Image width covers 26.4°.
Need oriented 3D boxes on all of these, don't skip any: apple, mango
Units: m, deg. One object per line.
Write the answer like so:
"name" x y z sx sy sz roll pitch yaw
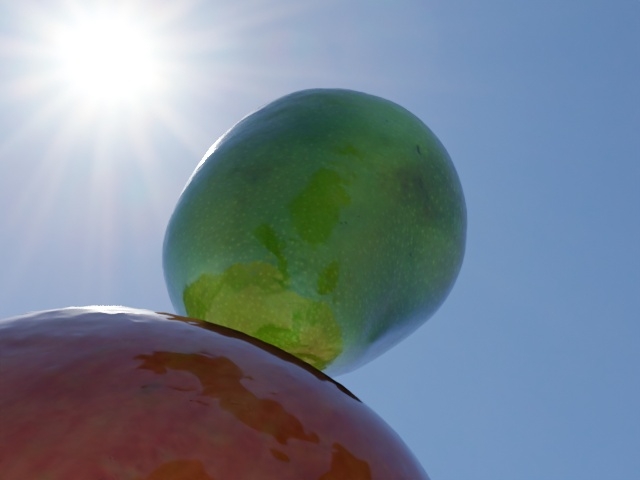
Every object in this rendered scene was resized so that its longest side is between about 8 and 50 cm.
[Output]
"apple" -0.094 0.219 0.619 0.392 0.346 0.391 17 -46 18
"mango" 0.000 0.000 1.070 0.225 0.382 0.201 34 -66 -4
